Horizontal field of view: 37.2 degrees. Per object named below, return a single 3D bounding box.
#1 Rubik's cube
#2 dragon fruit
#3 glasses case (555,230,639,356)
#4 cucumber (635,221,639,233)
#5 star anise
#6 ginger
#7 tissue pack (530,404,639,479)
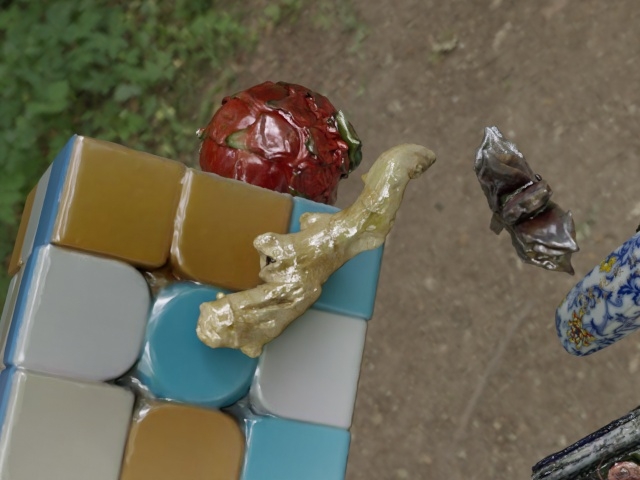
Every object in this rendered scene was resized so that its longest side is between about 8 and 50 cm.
[{"bbox_3d":[-0.171,0.117,1.041,0.347,0.347,0.344,159,124,-66],"label":"Rubik's cube"},{"bbox_3d":[-0.075,-0.129,1.496,0.299,0.244,0.244,8,57,52],"label":"dragon fruit"},{"bbox_3d":[0.374,0.062,1.169,0.248,0.065,0.086,125,143,-47],"label":"glasses case"},{"bbox_3d":[0.640,-0.078,1.677,0.300,0.072,0.072,110,176,-45],"label":"cucumber"},{"bbox_3d":[0.248,-0.043,1.183,0.089,0.231,0.209,-27,70,3],"label":"star anise"},{"bbox_3d":[0.000,0.000,0.892,0.288,0.089,0.075,-45,-14,-10],"label":"ginger"},{"bbox_3d":[0.517,0.375,1.439,0.332,0.245,0.123,-34,14,21],"label":"tissue pack"}]
